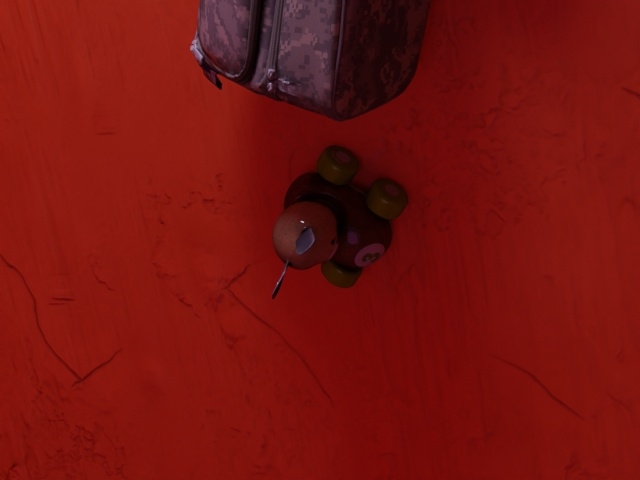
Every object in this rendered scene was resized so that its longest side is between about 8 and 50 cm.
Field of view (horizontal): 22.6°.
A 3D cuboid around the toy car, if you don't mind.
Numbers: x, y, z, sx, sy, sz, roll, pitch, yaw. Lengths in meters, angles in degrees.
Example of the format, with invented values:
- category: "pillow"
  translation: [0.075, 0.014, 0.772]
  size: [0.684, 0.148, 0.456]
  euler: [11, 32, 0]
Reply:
- category: "toy car"
  translation: [0.000, 0.000, 1.987]
  size: [0.149, 0.188, 0.155]
  euler: [34, 124, 3]

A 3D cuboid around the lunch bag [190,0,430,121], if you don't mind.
- category: "lunch bag"
  translation: [-0.021, -0.310, 1.837]
  size: [0.256, 0.212, 0.305]
  euler: [24, 123, 29]
